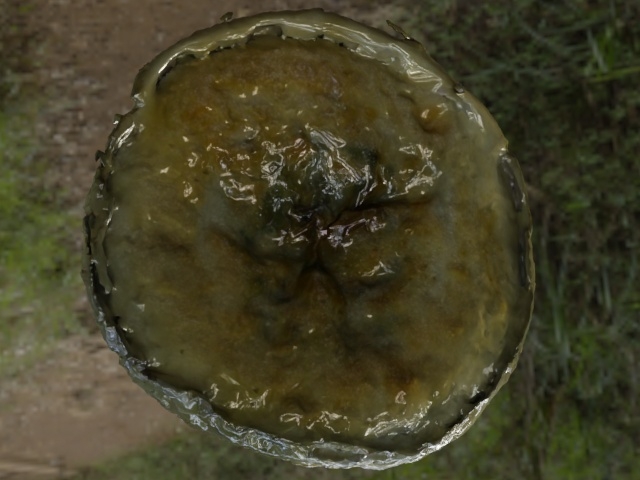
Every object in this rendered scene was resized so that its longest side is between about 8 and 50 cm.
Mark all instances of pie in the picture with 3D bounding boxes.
[{"bbox_3d":[0.000,0.000,0.677,0.274,0.274,0.055,-1,172,-19],"label":"pie"}]
